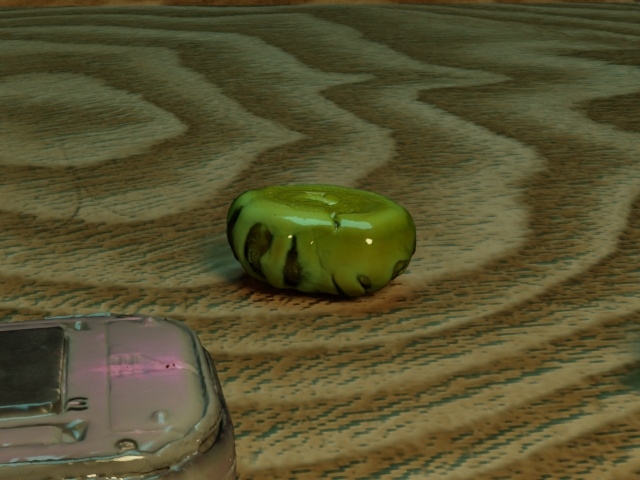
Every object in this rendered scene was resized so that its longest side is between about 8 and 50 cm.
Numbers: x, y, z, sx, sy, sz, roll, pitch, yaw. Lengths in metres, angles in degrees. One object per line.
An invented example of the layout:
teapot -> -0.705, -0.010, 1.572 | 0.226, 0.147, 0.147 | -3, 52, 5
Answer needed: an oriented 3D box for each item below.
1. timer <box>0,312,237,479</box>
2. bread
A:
timer -> -0.144, 0.095, 0.736 | 0.191, 0.069, 0.208 | -4, 20, -11
bread -> 0.000, 0.000, 1.044 | 0.139, 0.071, 0.130 | 0, 21, -13
